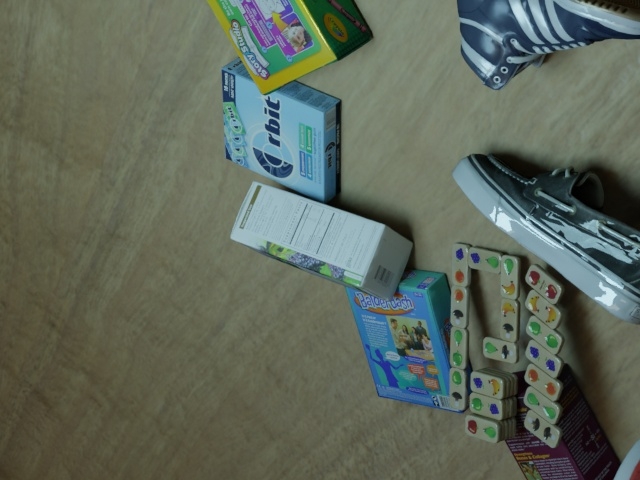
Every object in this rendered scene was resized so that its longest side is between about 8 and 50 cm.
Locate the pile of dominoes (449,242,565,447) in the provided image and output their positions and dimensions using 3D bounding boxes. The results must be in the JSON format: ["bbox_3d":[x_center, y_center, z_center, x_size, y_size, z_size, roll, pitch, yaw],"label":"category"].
[{"bbox_3d":[0.234,0.141,2.062,0.196,0.040,0.251,12,107,47],"label":"pile of dominoes"}]

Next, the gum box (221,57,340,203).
[{"bbox_3d":[-0.056,-0.154,2.199,0.184,0.041,0.157,26,136,29],"label":"gum box"}]

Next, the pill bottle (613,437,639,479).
[{"bbox_3d":[0.540,0.377,1.893,0.363,0.210,0.210,19,132,34],"label":"pill bottle"}]

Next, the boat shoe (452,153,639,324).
[{"bbox_3d":[0.303,-0.030,1.892,0.335,0.121,0.119,40,105,35],"label":"boat shoe"}]

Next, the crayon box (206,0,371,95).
[{"bbox_3d":[-0.073,-0.343,2.036,0.165,0.081,0.278,-18,106,50],"label":"crayon box"}]

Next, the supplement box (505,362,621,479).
[{"bbox_3d":[0.320,0.271,2.130,0.104,0.081,0.188,-16,108,49],"label":"supplement box"}]

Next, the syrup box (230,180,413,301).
[{"bbox_3d":[0.000,0.000,2.195,0.237,0.096,0.093,19,173,33],"label":"syrup box"}]

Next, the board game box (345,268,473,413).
[{"bbox_3d":[0.129,0.139,2.242,0.160,0.047,0.210,8,125,42],"label":"board game box"}]

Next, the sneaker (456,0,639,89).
[{"bbox_3d":[0.267,-0.235,1.769,0.282,0.099,0.153,26,130,39],"label":"sneaker"}]
